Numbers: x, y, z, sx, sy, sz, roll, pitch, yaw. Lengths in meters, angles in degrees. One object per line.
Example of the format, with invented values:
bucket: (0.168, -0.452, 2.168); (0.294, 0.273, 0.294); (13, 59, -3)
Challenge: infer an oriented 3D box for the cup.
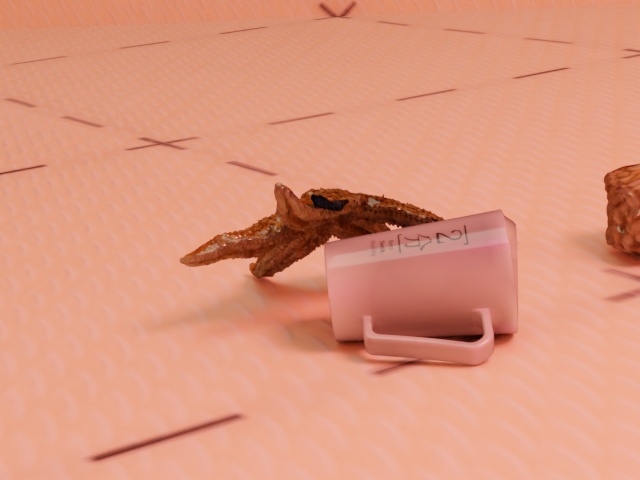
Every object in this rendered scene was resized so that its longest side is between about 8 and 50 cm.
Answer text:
cup: (0.064, 0.034, 0.863); (0.116, 0.074, 0.104); (-7, 44, 2)

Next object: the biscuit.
biscuit: (0.281, -0.028, 1.010); (0.169, 0.070, 0.082); (-7, 12, -3)

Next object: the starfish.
starfish: (0.000, 0.000, 0.954); (0.208, 0.053, 0.176); (9, -23, -38)
